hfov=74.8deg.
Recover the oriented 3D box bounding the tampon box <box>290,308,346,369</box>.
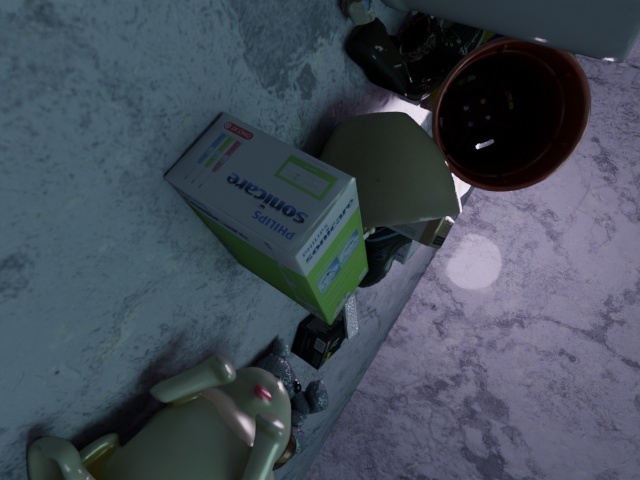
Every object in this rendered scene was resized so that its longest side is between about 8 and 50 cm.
[{"bbox_3d":[0.009,0.278,1.247,0.161,0.101,0.120,-30,144,-51],"label":"tampon box"}]

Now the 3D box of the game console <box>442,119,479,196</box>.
[{"bbox_3d":[0.496,-0.316,1.529,0.342,0.060,0.386,-32,132,-42],"label":"game console"}]

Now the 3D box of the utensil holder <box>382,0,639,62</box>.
[{"bbox_3d":[0.317,-0.464,0.598,0.327,0.385,0.327,-46,154,-30],"label":"utensil holder"}]

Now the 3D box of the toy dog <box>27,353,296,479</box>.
[{"bbox_3d":[-0.194,0.381,0.707,0.408,0.284,0.395,-30,144,-55],"label":"toy dog"}]

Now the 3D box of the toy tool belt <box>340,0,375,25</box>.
[{"bbox_3d":[0.055,-0.364,0.621,0.083,0.052,0.051,22,66,-71],"label":"toy tool belt"}]

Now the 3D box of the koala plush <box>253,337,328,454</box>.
[{"bbox_3d":[-0.114,0.379,1.062,0.196,0.203,0.221,-49,136,-47],"label":"koala plush"}]

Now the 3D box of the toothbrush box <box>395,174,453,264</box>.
[{"bbox_3d":[0.311,-0.100,1.399,0.216,0.126,0.295,-40,153,-40],"label":"toothbrush box"}]

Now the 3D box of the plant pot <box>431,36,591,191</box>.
[{"bbox_3d":[0.355,-0.263,0.874,0.265,0.272,0.272,-70,-178,-69],"label":"plant pot"}]

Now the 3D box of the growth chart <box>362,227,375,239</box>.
[{"bbox_3d":[0.028,0.020,0.838,0.172,0.021,0.237,-42,-174,-1],"label":"growth chart"}]

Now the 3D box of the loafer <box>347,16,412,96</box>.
[{"bbox_3d":[0.127,-0.329,0.763,0.078,0.080,0.220,-64,158,11],"label":"loafer"}]

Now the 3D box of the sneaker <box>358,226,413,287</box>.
[{"bbox_3d":[0.176,0.005,1.278,0.341,0.140,0.125,-56,-156,30],"label":"sneaker"}]

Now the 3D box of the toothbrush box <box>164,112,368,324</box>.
[{"bbox_3d":[-0.053,-0.013,0.602,0.122,0.206,0.283,-54,157,-14],"label":"toothbrush box"}]

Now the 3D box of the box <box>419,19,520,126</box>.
[{"bbox_3d":[0.448,-0.436,1.046,0.177,0.290,0.279,-40,150,-41],"label":"box"}]

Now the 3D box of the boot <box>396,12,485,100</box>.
[{"bbox_3d":[0.257,-0.427,0.884,0.236,0.085,0.178,-46,158,7],"label":"boot"}]

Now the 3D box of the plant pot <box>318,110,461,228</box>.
[{"bbox_3d":[0.105,-0.130,0.782,0.284,0.284,0.191,-17,100,-60],"label":"plant pot"}]

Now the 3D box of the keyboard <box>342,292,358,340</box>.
[{"bbox_3d":[0.083,0.158,1.216,0.072,0.014,0.256,-18,105,-55],"label":"keyboard"}]

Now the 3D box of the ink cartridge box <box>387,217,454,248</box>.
[{"bbox_3d":[0.200,-0.068,1.044,0.088,0.235,0.193,-64,157,9],"label":"ink cartridge box"}]
